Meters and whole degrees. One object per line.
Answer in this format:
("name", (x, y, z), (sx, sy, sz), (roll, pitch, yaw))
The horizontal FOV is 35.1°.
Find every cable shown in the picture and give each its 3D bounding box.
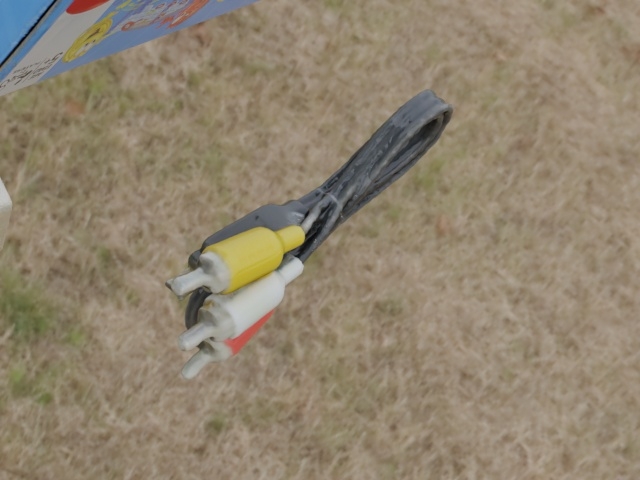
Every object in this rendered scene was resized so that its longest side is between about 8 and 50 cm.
("cable", (0.000, 0.000, 0.739), (0.287, 0.139, 0.072), (-32, 61, -28))

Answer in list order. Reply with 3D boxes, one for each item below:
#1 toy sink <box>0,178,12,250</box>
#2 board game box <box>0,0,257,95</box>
("toy sink", (-0.415, -0.082, 0.950), (0.152, 0.131, 0.234), (-25, 80, -29))
("board game box", (-0.123, -0.239, 0.446), (0.308, 0.086, 0.302), (53, 35, -2))
